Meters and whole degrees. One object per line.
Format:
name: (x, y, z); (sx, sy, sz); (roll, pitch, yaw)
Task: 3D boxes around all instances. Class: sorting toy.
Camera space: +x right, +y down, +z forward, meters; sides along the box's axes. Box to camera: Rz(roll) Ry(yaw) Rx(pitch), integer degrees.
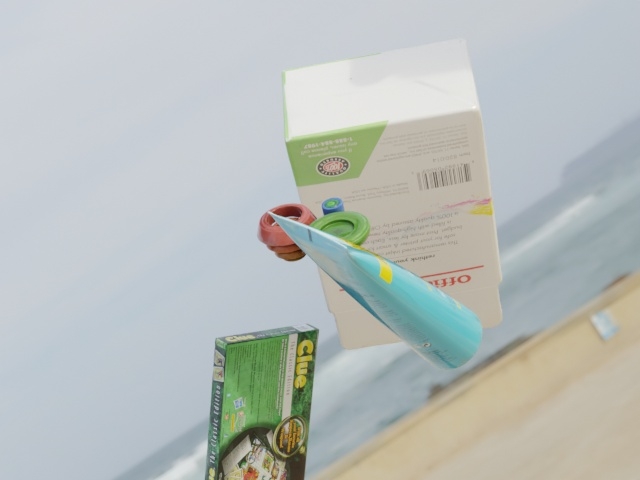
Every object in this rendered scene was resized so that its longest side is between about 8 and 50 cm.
sorting toy: (0.000, 0.000, 1.218); (0.102, 0.042, 0.061); (14, 42, 38)

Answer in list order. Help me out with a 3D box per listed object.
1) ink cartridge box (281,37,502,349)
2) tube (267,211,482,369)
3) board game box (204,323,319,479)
ink cartridge box: (0.087, -0.041, 1.756); (0.207, 0.119, 0.353); (-9, -44, 4)
tube: (0.046, 0.035, 1.148); (0.207, 0.080, 0.052); (36, -103, -47)
board game box: (-0.072, 0.231, 1.855); (0.136, 0.259, 0.030); (-5, 18, -36)
